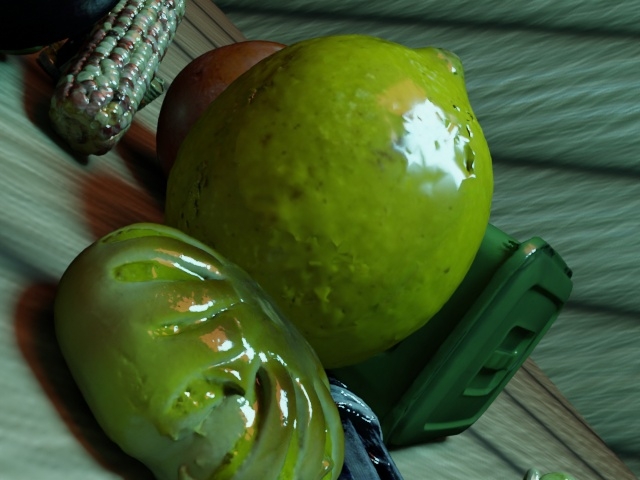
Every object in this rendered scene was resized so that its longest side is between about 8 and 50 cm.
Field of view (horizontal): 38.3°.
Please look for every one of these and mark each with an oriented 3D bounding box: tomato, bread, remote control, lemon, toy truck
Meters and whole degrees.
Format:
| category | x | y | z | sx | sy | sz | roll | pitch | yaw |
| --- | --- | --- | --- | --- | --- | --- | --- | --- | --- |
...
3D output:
| category | x | y | z | sx | sy | sz | roll | pitch | yaw |
| --- | --- | --- | --- | --- | --- | --- | --- | --- | --- |
| tomato | -0.071 | -0.110 | 0.970 | 0.208 | 0.208 | 0.184 | 38 | 9 | -41 |
| bread | -0.066 | 0.078 | 0.578 | 0.213 | 0.105 | 0.213 | 45 | 7 | -8 |
| remote control | 0.032 | 0.176 | 0.694 | 0.090 | 0.066 | 0.266 | 47 | 10 | -24 |
| lemon | 0.013 | -0.036 | 0.773 | 0.258 | 0.310 | 0.258 | 40 | -6 | 5 |
| toy truck | -0.221 | -0.192 | 1.000 | 0.116 | 0.085 | 0.191 | 52 | 12 | -19 |

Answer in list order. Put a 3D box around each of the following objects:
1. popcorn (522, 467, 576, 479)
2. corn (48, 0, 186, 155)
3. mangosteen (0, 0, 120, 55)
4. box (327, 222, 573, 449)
| category | x | y | z | sx | sy | sz | roll | pitch | yaw |
| --- | --- | --- | --- | --- | --- | --- | --- | --- | --- |
| popcorn | 0.198 | 0.276 | 0.589 | 0.258 | 0.224 | 0.270 | 35 | 21 | -22 |
| corn | -0.182 | -0.178 | 0.865 | 0.079 | 0.079 | 0.237 | 42 | 48 | -27 |
| mangosteen | -0.267 | -0.291 | 0.769 | 0.287 | 0.233 | 0.287 | 52 | 9 | -11 |
| box | 0.128 | 0.080 | 1.005 | 0.178 | 0.253 | 0.328 | 37 | 5 | 24 |
